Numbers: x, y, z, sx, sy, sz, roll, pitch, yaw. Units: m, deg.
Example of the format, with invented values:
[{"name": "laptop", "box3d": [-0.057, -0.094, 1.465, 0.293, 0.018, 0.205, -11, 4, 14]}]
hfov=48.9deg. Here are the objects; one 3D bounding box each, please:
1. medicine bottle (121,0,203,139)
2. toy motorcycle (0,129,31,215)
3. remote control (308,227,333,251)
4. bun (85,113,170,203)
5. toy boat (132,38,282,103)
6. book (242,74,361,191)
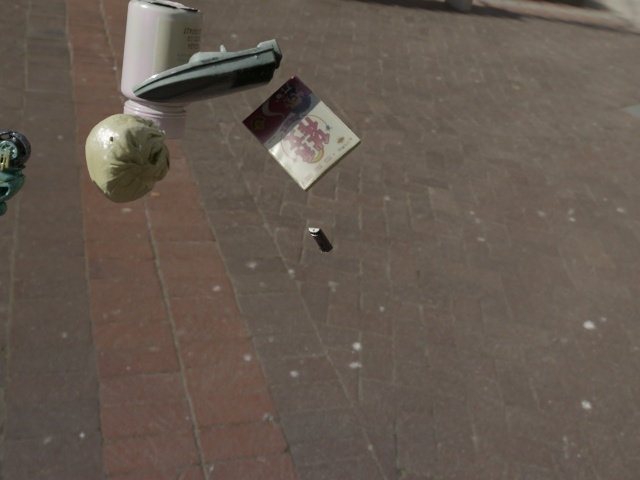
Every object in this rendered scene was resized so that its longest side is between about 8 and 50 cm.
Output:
[{"name": "medicine bottle", "box3d": [-0.468, -0.502, 2.057, 0.213, 0.379, 0.213, 10, 18, -3]}, {"name": "toy motorcycle", "box3d": [-0.787, -0.146, 1.595, 0.296, 0.198, 0.109, -5, 24, 1]}, {"name": "remote control", "box3d": [0.000, 0.000, 1.462, 0.034, 0.091, 0.016, 5, 65, 21]}, {"name": "bun", "box3d": [-0.453, -0.201, 1.707, 0.145, 0.229, 0.229, 2, 26, 22]}, {"name": "toy boat", "box3d": [-0.240, -0.350, 1.489, 0.319, 0.092, 0.141, -18, -4, -19]}, {"name": "book", "box3d": [-0.045, -0.237, 1.537, 0.232, 0.162, 0.022, 48, 1, 21]}]
